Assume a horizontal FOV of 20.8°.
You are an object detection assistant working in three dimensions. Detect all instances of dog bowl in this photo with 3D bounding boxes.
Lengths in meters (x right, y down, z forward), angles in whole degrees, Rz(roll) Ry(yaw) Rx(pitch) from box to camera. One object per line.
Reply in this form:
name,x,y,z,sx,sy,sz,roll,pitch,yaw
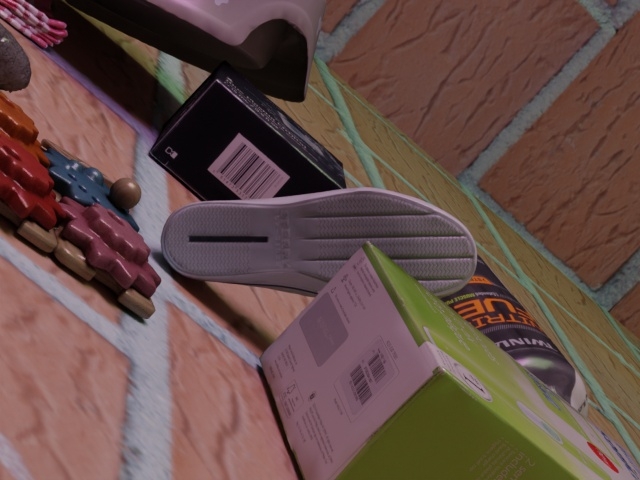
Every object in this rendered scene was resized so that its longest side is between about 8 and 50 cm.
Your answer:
dog bowl,-0.151,-0.253,1.678,0.348,0.102,0.349,25,-3,1

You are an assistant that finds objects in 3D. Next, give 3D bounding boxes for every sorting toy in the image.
sorting toy,-0.160,-0.043,1.255,0.083,0.012,0.062,33,-2,-38

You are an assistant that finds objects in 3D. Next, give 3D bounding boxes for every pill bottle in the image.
pill bottle,0.133,0.115,1.412,0.130,0.130,0.246,36,11,-36

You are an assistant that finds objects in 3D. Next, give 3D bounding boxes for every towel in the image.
towel,-0.314,-0.255,1.553,0.197,0.029,0.144,37,10,-27

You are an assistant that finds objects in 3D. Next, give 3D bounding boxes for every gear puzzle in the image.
gear puzzle,-0.231,-0.086,1.074,0.339,0.044,0.175,37,11,-29

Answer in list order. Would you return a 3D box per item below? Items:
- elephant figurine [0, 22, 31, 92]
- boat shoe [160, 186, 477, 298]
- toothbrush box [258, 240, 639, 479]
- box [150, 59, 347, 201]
elephant figurine,-0.265,-0.246,1.214,0.239,0.186,0.169,23,53,-30
boat shoe,0.000,0.000,1.261,0.226,0.083,0.076,7,-1,2
toothbrush box,0.113,0.158,1.165,0.283,0.122,0.206,40,10,-23
box,-0.063,-0.074,1.582,0.156,0.093,0.158,41,8,-9
